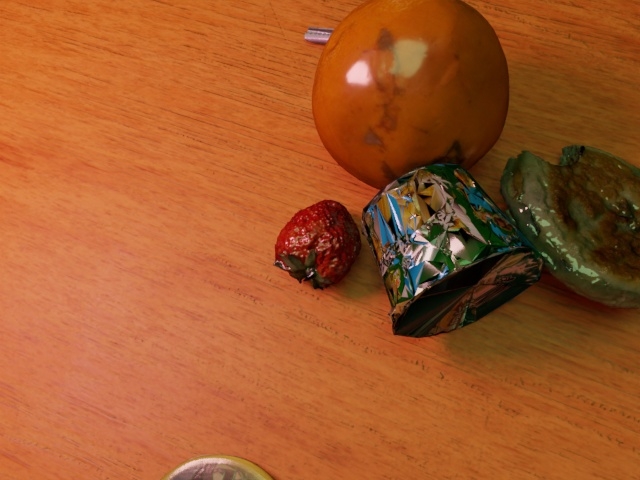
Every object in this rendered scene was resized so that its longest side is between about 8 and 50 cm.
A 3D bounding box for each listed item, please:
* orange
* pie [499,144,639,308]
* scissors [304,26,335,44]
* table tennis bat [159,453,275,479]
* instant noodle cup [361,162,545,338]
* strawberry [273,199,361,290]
[{"bbox_3d":[0.135,-0.229,0.912,0.312,0.312,0.312,-3,67,6],"label":"orange"},{"bbox_3d":[0.418,-0.033,0.893,0.302,0.067,0.303,8,55,-12],"label":"pie"},{"bbox_3d":[0.082,-0.376,1.104,0.256,0.125,0.030,15,94,26],"label":"scissors"},{"bbox_3d":[-0.085,0.415,0.803,0.368,0.054,0.224,-1,68,11],"label":"table tennis bat"},{"bbox_3d":[0.175,0.011,0.851,0.240,0.240,0.178,-22,60,-3],"label":"instant noodle cup"},{"bbox_3d":[0.001,0.001,0.932,0.131,0.131,0.148,28,81,17],"label":"strawberry"}]
